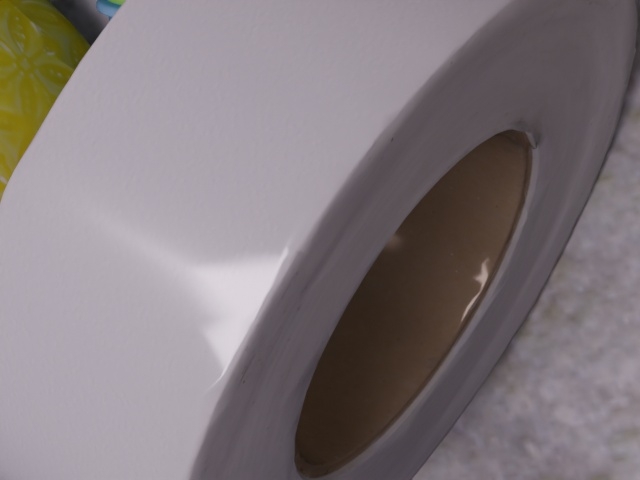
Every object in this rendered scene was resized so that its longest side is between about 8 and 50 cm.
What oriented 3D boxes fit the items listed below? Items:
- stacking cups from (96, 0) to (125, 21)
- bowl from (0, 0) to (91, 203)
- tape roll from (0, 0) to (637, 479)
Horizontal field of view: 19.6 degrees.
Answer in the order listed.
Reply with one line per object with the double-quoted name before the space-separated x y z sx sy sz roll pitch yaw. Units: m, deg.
"stacking cups" -0.051 -0.078 0.820 0.096 0.096 0.316 9 113 29
"bowl" -0.233 0.007 0.853 0.289 0.156 0.289 5 114 12
"tape roll" 0.000 0.000 0.684 0.100 0.286 0.286 32 117 21
